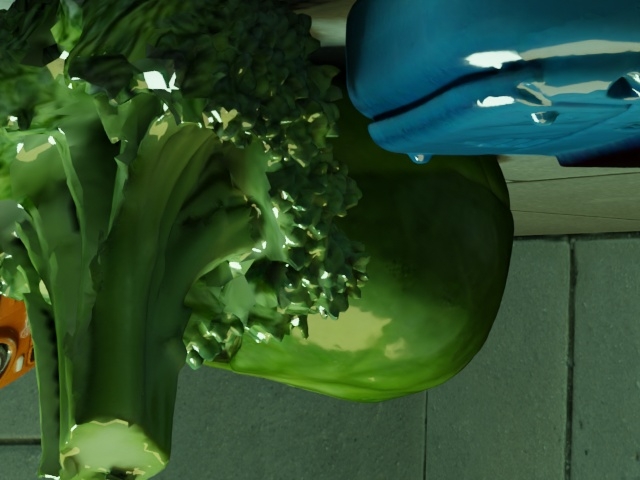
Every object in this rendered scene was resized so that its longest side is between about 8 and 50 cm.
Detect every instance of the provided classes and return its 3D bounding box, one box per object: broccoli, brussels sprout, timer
[{"bbox_3d":[-0.085,-0.017,1.033,0.249,0.302,0.375,-11,157,-31],"label":"broccoli"},{"bbox_3d":[0.000,0.000,1.425,0.315,0.275,0.371,3,172,-31],"label":"brussels sprout"},{"bbox_3d":[0.184,-0.103,0.924,0.309,0.115,0.340,-1,178,-13],"label":"timer"}]

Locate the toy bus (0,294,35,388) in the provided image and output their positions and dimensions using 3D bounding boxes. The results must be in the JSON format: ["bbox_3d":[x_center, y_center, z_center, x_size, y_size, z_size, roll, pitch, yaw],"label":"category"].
[{"bbox_3d":[-0.277,-0.020,1.381,0.143,0.329,0.153,40,-132,23],"label":"toy bus"}]
